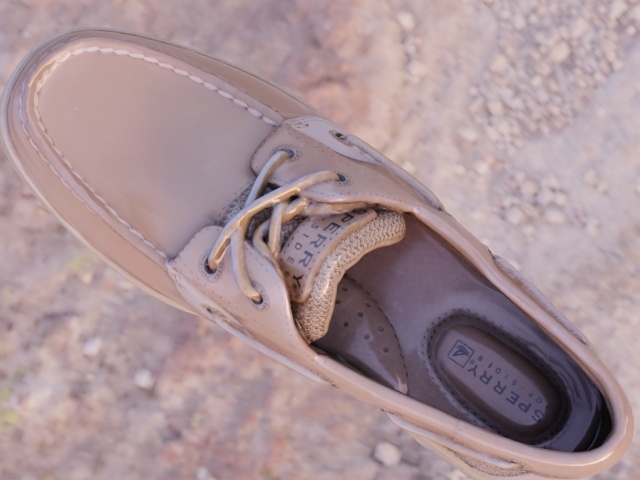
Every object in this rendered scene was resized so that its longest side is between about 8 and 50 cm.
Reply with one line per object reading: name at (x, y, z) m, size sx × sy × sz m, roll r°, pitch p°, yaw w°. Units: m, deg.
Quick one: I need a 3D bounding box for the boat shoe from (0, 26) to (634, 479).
boat shoe at (0.000, 0.000, 0.868) m, size 0.341 × 0.110 × 0.121 m, roll 31°, pitch 83°, yaw 1°
